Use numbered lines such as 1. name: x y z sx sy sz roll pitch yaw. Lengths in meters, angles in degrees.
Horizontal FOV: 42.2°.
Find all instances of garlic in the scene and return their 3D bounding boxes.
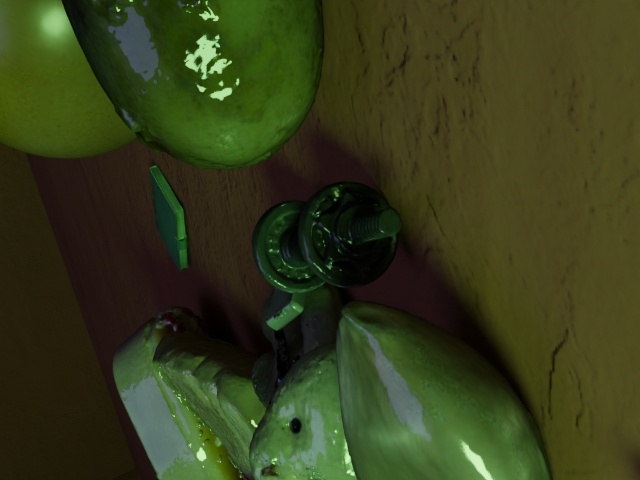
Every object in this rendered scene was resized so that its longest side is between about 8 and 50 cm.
1. garlic: 0.095 0.174 0.569 0.143 0.112 0.318 6 118 41

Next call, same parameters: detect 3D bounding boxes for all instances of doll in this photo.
1. doll: -0.017 0.143 0.763 0.175 0.149 0.278 67 166 -21

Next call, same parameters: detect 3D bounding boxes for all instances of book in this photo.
1. book: -0.220 -0.029 1.216 0.103 0.017 0.135 55 155 33

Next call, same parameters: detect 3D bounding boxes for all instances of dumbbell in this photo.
1. dumbbell: 0.000 0.000 0.658 0.081 0.082 0.254 68 158 -2

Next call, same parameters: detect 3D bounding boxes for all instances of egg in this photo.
1. egg: -0.237 -0.203 0.765 0.250 0.250 0.322 69 165 -4

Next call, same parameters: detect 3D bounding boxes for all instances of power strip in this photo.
1. power strip: -0.027 0.044 0.766 0.016 0.090 0.040 37 125 -19

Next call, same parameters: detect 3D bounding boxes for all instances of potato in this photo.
1. potato: -0.093 -0.194 0.560 0.210 0.173 0.307 19 126 59

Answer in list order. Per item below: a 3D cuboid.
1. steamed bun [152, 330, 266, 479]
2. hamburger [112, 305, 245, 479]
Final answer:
1. steamed bun: -0.083 0.197 1.012 0.231 0.110 0.212 54 154 -13
2. hamburger: -0.179 0.241 1.210 0.295 0.151 0.227 59 180 9
